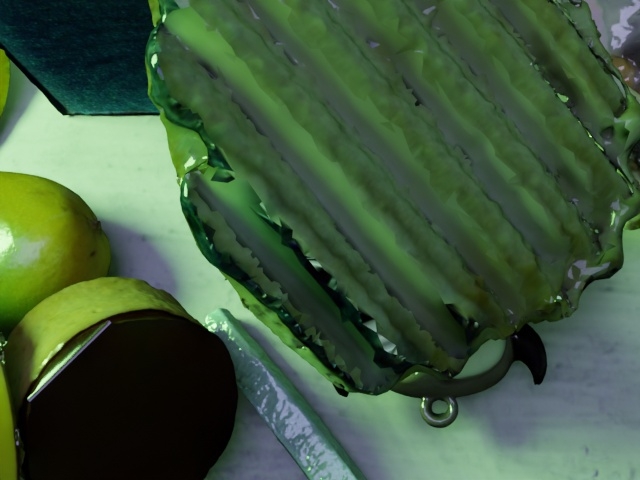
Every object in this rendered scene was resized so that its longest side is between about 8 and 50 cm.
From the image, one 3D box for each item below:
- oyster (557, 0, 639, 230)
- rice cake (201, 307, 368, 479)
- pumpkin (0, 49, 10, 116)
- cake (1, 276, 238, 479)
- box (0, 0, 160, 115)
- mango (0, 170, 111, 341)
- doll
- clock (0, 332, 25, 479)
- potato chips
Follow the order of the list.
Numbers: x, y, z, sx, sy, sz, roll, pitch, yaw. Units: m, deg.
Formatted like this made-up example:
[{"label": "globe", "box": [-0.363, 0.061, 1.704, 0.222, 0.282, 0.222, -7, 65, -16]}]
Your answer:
[{"label": "oyster", "box": [0.279, -0.172, 0.890, 0.201, 0.107, 0.354, 21, 67, -15]}, {"label": "rice cake", "box": [-0.024, 0.156, 0.856, 0.042, 0.045, 0.245, -39, 68, -4]}, {"label": "pumpkin", "box": [-0.436, -0.179, 1.019, 0.217, 0.217, 0.110, -50, 28, -8]}, {"label": "cake", "box": [-0.183, 0.116, 0.837, 0.185, 0.208, 0.178, -18, 33, -27]}, {"label": "box", "box": [-0.161, -0.218, 0.893, 0.261, 0.279, 0.116, 1, 69, 12]}, {"label": "mango", "box": [-0.312, 0.008, 0.939, 0.251, 0.114, 0.156, 12, 83, 28]}, {"label": "doll", "box": [0.093, 0.026, 0.841, 0.182, 0.117, 0.257, -3, 67, 4]}, {"label": "clock", "box": [-0.327, 0.172, 0.794, 0.277, 0.071, 0.293, 44, 121, 39]}, {"label": "potato chips", "box": [0.048, -0.105, 0.730, 0.358, 0.070, 0.429, -43, 98, -15]}]
